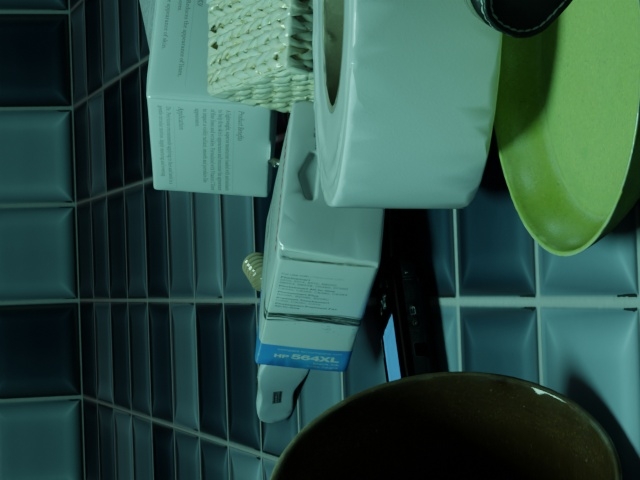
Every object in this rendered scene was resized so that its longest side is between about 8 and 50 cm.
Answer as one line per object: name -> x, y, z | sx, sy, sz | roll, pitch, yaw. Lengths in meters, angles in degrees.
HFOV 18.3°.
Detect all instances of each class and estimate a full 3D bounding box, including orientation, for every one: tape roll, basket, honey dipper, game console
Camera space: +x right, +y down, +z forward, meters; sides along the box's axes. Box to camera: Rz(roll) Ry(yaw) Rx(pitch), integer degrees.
tape roll -> 0.055, -0.163, 1.391 | 0.286, 0.100, 0.286 | 180, 90, -85
basket -> -0.016, -0.169, 1.634 | 0.167, 0.113, 0.103 | -10, 72, 61
honey dipper -> -0.043, 0.059, 2.005 | 0.161, 0.030, 0.030 | -127, 38, -58
game console -> 0.074, 0.197, 1.555 | 0.213, 0.044, 0.361 | 125, 141, -65

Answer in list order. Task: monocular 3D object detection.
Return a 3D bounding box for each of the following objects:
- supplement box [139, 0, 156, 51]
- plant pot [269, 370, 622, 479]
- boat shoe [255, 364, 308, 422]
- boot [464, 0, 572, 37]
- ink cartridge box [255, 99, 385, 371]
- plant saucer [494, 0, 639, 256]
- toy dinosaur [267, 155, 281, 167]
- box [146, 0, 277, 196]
supplement box -> -0.139, -0.302, 2.153 | 0.114, 0.111, 0.220 | 104, 158, -46
plant pot -> 0.089, 0.238, 1.257 | 0.215, 0.215, 0.230 | -114, 12, -55
boat shoe -> -0.043, 0.131, 1.970 | 0.142, 0.049, 0.040 | 107, 157, -55
boot -> 0.164, -0.179, 1.022 | 0.236, 0.085, 0.179 | -60, 31, 24
ink cartridge box -> 0.000, 0.000, 1.642 | 0.203, 0.085, 0.148 | 106, 170, -62
plant saucer -> 0.161, -0.111, 1.210 | 0.241, 0.037, 0.241 | 179, 90, -74
toy dinosaur -> 0.006, -0.104, 1.746 | 0.268, 0.064, 0.118 | -127, 44, -59
box -> -0.097, -0.163, 1.892 | 0.181, 0.119, 0.182 | 96, 178, -63
